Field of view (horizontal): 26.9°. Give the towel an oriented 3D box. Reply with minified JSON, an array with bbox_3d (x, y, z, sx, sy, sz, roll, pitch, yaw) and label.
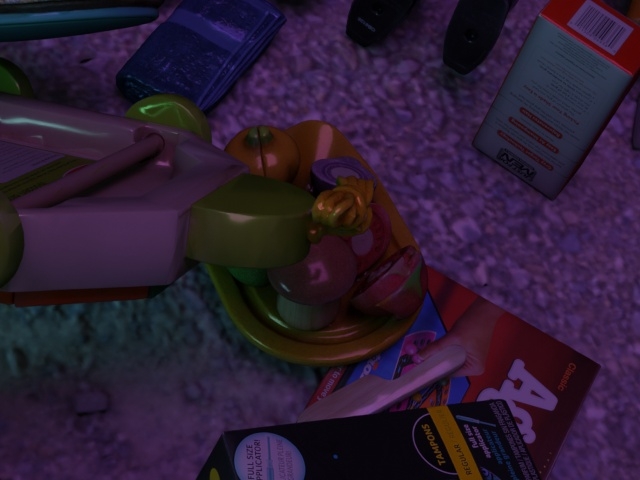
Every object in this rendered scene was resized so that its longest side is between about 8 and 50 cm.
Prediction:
[{"bbox_3d":[-0.080,-0.129,0.900,0.067,0.029,0.119,32,58,7],"label":"towel"}]

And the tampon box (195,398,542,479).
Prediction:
[{"bbox_3d":[0.026,0.159,0.655,0.161,0.101,0.120,-4,54,-28],"label":"tampon box"}]

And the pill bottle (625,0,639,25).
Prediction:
[{"bbox_3d":[0.304,-0.246,0.972,0.130,0.130,0.245,24,84,1],"label":"pill bottle"}]

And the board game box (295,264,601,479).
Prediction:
[{"bbox_3d":[0.045,0.146,0.768,0.145,0.027,0.281,30,57,4],"label":"board game box"}]

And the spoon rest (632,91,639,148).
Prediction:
[{"bbox_3d":[0.364,-0.064,0.938,0.276,0.084,0.137,17,57,-3],"label":"spoon rest"}]

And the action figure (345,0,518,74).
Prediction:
[{"bbox_3d":[0.132,-0.243,0.983,0.185,0.099,0.285,29,55,10],"label":"action figure"}]

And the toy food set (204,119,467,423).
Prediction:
[{"bbox_3d":[0.000,0.000,0.797,0.128,0.071,0.218,-19,56,-15],"label":"toy food set"}]

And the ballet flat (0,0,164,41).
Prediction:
[{"bbox_3d":[-0.250,-0.157,0.777,0.316,0.107,0.106,-9,94,0],"label":"ballet flat"}]

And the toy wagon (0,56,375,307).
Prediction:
[{"bbox_3d":[-0.144,-0.029,0.697,0.344,0.068,0.267,13,18,12],"label":"toy wagon"}]

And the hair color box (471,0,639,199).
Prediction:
[{"bbox_3d":[0.156,-0.095,0.870,0.072,0.141,0.043,36,58,9],"label":"hair color box"}]
